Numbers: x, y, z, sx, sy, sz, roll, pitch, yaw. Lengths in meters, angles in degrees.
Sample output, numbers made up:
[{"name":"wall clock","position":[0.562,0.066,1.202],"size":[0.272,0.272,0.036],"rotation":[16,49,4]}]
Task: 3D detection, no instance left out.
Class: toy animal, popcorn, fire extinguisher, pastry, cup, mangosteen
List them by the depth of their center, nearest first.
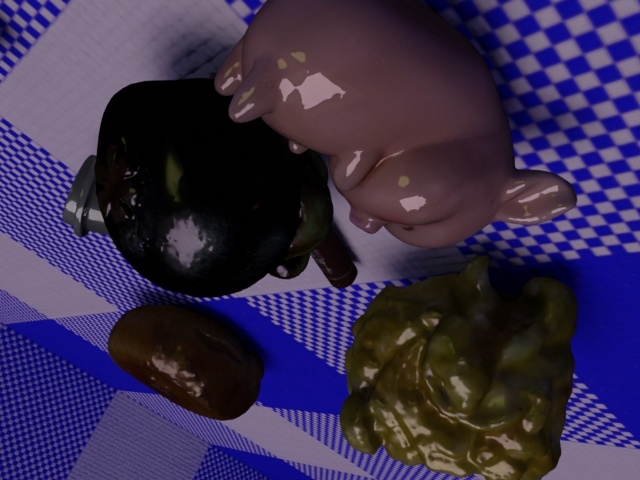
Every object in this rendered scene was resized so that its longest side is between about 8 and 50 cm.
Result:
[{"name":"toy animal","position":[0.053,-0.092,0.460],"size":[0.154,0.166,0.250],"rotation":[-43,125,13]},{"name":"mangosteen","position":[-0.100,-0.050,0.606],"size":[0.243,0.243,0.243],"rotation":[19,151,11]},{"name":"popcorn","position":[0.150,0.144,0.697],"size":[0.250,0.242,0.235],"rotation":[7,165,8]},{"name":"fire extinguisher","position":[0.000,0.000,0.766],"size":[0.064,0.043,0.158],"rotation":[51,175,46]},{"name":"cup","position":[-0.257,-0.045,0.822],"size":[0.141,0.120,0.120],"rotation":[22,152,-10]},{"name":"pastry","position":[-0.282,0.255,1.301],"size":[0.356,0.164,0.356],"rotation":[24,156,11]}]
